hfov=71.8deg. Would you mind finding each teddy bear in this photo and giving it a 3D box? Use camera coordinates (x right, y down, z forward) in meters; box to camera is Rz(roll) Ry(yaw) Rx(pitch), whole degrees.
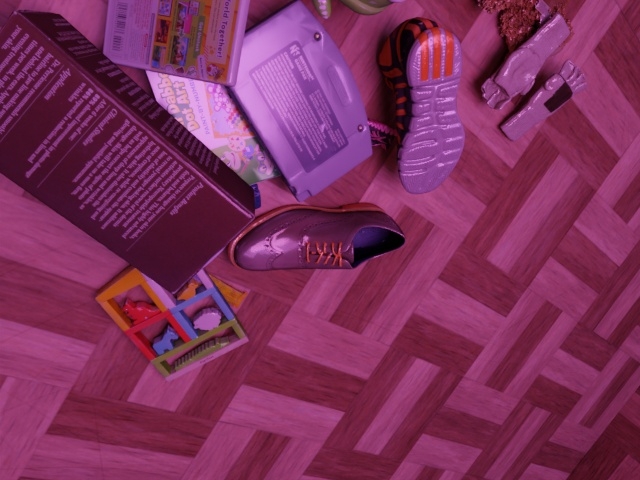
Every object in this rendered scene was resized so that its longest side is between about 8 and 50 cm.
[{"bbox_3d":[0.426,-0.507,0.895,0.245,0.113,0.338,-40,130,4],"label":"teddy bear"}]

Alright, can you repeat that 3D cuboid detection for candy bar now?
[{"bbox_3d":[-0.218,0.089,0.899,0.161,0.018,0.040,38,95,-31],"label":"candy bar"}]

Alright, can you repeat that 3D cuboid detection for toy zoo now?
[{"bbox_3d":[-0.290,0.135,0.865,0.193,0.030,0.293,-27,121,-3],"label":"toy zoo"}]

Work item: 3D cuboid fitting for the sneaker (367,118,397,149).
[{"bbox_3d":[0.102,-0.216,0.900,0.120,0.047,0.057,12,118,-27],"label":"sneaker"}]

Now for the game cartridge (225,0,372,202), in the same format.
[{"bbox_3d":[-0.030,-0.233,0.763,0.196,0.060,0.294,-34,122,-4],"label":"game cartridge"}]

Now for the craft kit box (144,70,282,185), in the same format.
[{"bbox_3d":[-0.147,-0.220,0.777,0.247,0.061,0.249,-20,119,-13],"label":"craft kit box"}]

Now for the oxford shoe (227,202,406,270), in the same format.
[{"bbox_3d":[0.000,0.000,0.892,0.364,0.133,0.129,-13,117,-19],"label":"oxford shoe"}]

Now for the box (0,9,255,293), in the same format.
[{"bbox_3d":[-0.296,-0.117,0.654,0.191,0.143,0.381,-41,113,12],"label":"box"}]

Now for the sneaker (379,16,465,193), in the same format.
[{"bbox_3d":[0.187,-0.257,0.846,0.125,0.180,0.320,-8,129,-7],"label":"sneaker"}]

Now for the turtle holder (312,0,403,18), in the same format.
[{"bbox_3d":[0.072,-0.503,0.610,0.243,0.228,0.319,-24,103,-44],"label":"turtle holder"}]

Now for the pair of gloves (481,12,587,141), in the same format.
[{"bbox_3d":[0.463,-0.334,0.953,0.204,0.042,0.240,-41,138,16],"label":"pair of gloves"}]

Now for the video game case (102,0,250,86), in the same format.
[{"bbox_3d":[-0.201,-0.353,0.630,0.207,0.026,0.226,14,100,8],"label":"video game case"}]

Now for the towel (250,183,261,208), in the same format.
[{"bbox_3d":[-0.169,-0.064,0.834,0.120,0.029,0.067,-22,155,-16],"label":"towel"}]
